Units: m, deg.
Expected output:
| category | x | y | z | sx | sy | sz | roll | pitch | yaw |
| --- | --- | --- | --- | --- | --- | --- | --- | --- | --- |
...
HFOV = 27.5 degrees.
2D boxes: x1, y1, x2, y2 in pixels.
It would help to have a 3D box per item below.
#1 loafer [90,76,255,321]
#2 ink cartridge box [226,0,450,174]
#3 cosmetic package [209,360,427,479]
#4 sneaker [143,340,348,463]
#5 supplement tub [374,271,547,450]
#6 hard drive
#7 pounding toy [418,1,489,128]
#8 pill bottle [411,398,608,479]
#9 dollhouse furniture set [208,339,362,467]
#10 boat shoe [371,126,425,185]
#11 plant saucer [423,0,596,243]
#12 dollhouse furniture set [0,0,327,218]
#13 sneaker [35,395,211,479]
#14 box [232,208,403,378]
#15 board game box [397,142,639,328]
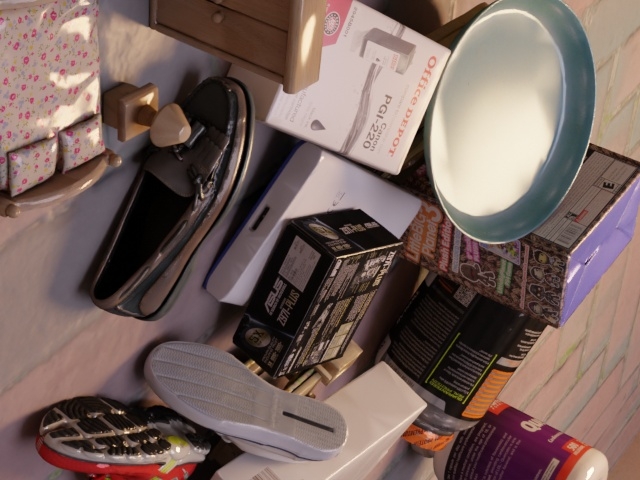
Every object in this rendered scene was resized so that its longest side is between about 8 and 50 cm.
| category | x | y | z | sx | sy | sz | roll | pitch | yaw |
| --- | --- | --- | --- | --- | --- | --- | --- | --- | --- |
| loafer | -0.148 | -0.041 | 1.302 | 0.084 | 0.096 | 0.267 | 9 | 107 | -57 |
| ink cartridge box | 0.019 | -0.179 | 1.414 | 0.218 | 0.092 | 0.158 | 17 | 98 | -46 |
| cosmetic package | -0.053 | 0.337 | 1.707 | 0.377 | 0.097 | 0.284 | -25 | 154 | -52 |
| sneaker | -0.096 | 0.201 | 1.506 | 0.091 | 0.258 | 0.094 | -41 | -153 | 47 |
| supplement tub | 0.211 | 0.151 | 1.980 | 0.316 | 0.193 | 0.193 | -57 | 156 | 14 |
| hard drive | 0.000 | 0.000 | 1.626 | 0.210 | 0.040 | 0.319 | -55 | 155 | 7 |
| pounding toy | 0.158 | -0.252 | 1.702 | 0.269 | 0.155 | 0.154 | -33 | 170 | -32 |
| pill bottle | 0.327 | 0.387 | 2.292 | 0.181 | 0.323 | 0.181 | -43 | 147 | -37 |
| dollhouse furniture set | -0.065 | 0.193 | 1.700 | 0.182 | 0.101 | 0.161 | -36 | 167 | -45 |
| boat shoe | 0.101 | -0.107 | 1.748 | 0.152 | 0.049 | 0.056 | -38 | 159 | -11 |
| plant saucer | 0.231 | -0.153 | 1.626 | 0.318 | 0.044 | 0.317 | -15 | 113 | -40 |
| dollhouse furniture set | -0.163 | -0.168 | 1.064 | 0.355 | 0.174 | 0.303 | -36 | 142 | -45 |
| sneaker | -0.218 | 0.248 | 1.420 | 0.118 | 0.107 | 0.279 | -56 | 152 | 5 |
| box | -0.003 | 0.061 | 1.559 | 0.147 | 0.077 | 0.180 | -12 | 134 | -53 |
| board game box | 0.267 | -0.046 | 1.830 | 0.232 | 0.291 | 0.141 | -43 | 146 | -36 |
